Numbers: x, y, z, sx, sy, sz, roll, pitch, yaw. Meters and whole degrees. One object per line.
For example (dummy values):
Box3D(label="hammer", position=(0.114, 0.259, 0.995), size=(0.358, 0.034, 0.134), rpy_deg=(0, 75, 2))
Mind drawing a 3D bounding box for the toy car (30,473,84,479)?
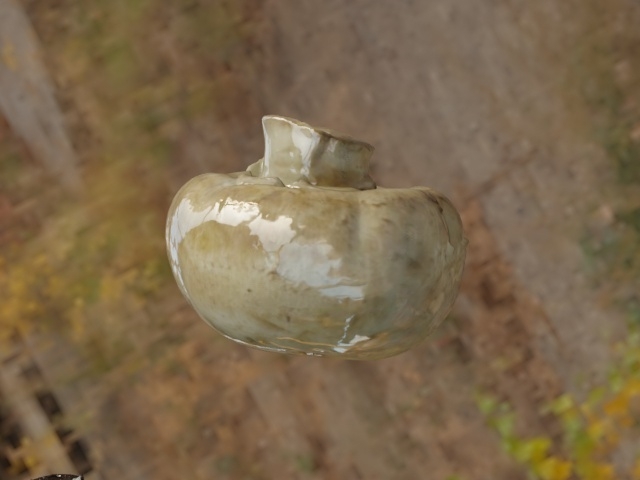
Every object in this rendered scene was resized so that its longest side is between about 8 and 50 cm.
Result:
Box3D(label="toy car", position=(-0.190, 0.187, 1.445), size=(0.093, 0.041, 0.025), rpy_deg=(-143, 50, -80))

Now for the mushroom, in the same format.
Box3D(label="mushroom", position=(0.000, 0.000, 1.080), size=(0.166, 0.166, 0.127), rpy_deg=(27, 108, 63))
